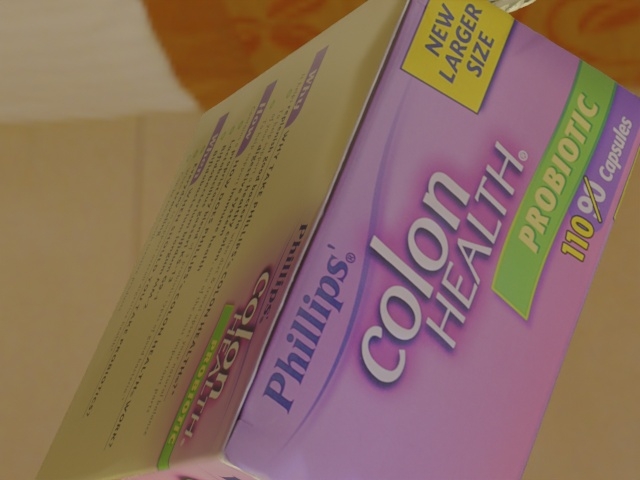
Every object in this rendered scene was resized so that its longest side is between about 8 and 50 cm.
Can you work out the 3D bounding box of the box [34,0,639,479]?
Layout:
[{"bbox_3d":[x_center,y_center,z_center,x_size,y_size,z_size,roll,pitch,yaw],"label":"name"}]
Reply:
[{"bbox_3d":[0.000,0.032,0.783,0.117,0.214,0.243,29,158,-17],"label":"box"}]

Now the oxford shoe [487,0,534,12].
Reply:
[{"bbox_3d":[0.166,-0.282,1.803,0.169,0.130,0.449,5,-168,25],"label":"oxford shoe"}]
